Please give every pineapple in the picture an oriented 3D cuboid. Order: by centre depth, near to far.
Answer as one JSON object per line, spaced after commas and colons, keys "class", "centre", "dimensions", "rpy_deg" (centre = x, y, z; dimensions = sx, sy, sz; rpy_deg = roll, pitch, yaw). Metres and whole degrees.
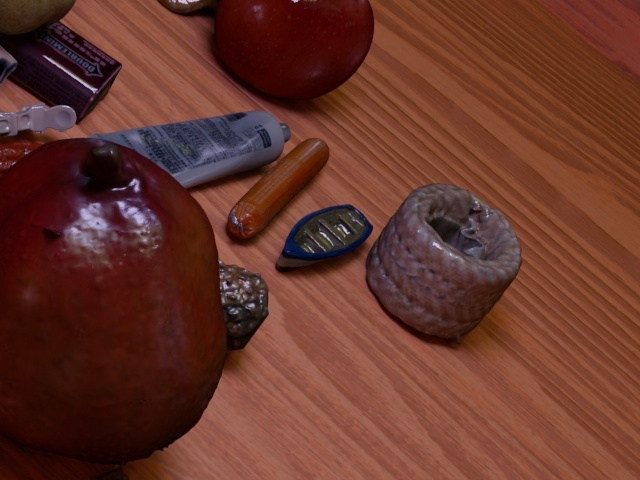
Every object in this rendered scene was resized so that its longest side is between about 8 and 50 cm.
{"class": "pineapple", "centre": [-0.160, 0.059, 1.439], "dimensions": [0.198, 0.108, 0.108], "rpy_deg": [19, 34, -12]}

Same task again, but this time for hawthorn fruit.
{"class": "hawthorn fruit", "centre": [-0.224, 0.058, 1.192], "dimensions": [0.295, 0.295, 0.311], "rpy_deg": [-8, 96, -51]}

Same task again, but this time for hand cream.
{"class": "hand cream", "centre": [-0.164, -0.124, 1.725], "dimensions": [0.341, 0.078, 0.124], "rpy_deg": [-18, 61, -46]}

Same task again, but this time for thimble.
{"class": "thimble", "centre": [0.176, 0.027, 1.782], "dimensions": [0.196, 0.148, 0.229], "rpy_deg": [30, 29, -8]}

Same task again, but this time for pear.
{"class": "pear", "centre": [-0.389, -0.337, 1.561], "dimensions": [0.167, 0.136, 0.167], "rpy_deg": [22, 39, -19]}

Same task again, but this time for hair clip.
{"class": "hair clip", "centre": [-0.390, -0.140, 1.494], "dimensions": [0.072, 0.034, 0.226], "rpy_deg": [7, 15, 31]}

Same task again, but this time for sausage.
{"class": "sausage", "centre": [-0.056, -0.081, 1.771], "dimensions": [0.053, 0.053, 0.348], "rpy_deg": [38, 30, 1]}

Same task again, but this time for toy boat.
{"class": "toy boat", "centre": [0.000, 0.000, 1.728], "dimensions": [0.080, 0.046, 0.229], "rpy_deg": [44, 31, 10]}

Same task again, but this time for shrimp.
{"class": "shrimp", "centre": [-0.200, -0.436, 2.048], "dimensions": [0.162, 0.045, 0.095], "rpy_deg": [-28, 77, -17]}

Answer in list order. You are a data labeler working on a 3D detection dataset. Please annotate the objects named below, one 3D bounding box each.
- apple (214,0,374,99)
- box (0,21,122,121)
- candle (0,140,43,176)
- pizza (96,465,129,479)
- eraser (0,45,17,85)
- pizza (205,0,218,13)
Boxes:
{"class": "apple", "centre": [-0.044, -0.353, 1.993], "dimensions": [0.260, 0.216, 0.260], "rpy_deg": [27, 30, -18]}
{"class": "box", "centre": [-0.386, -0.260, 1.659], "dimensions": [0.224, 0.069, 0.120], "rpy_deg": [35, 31, -7]}
{"class": "candle", "centre": [-0.389, -0.095, 1.450], "dimensions": [0.329, 0.048, 0.051], "rpy_deg": [1, 19, -46]}
{"class": "pizza", "centre": [-0.190, 0.258, 1.199], "dimensions": [0.078, 0.025, 0.083], "rpy_deg": [33, 30, -3]}
{"class": "eraser", "centre": [-0.533, -0.283, 1.515], "dimensions": [0.290, 0.087, 0.171], "rpy_deg": [42, 25, 8]}
{"class": "pizza", "centre": [-0.233, -0.467, 2.110], "dimensions": [0.271, 0.056, 0.134], "rpy_deg": [39, 39, 1]}
